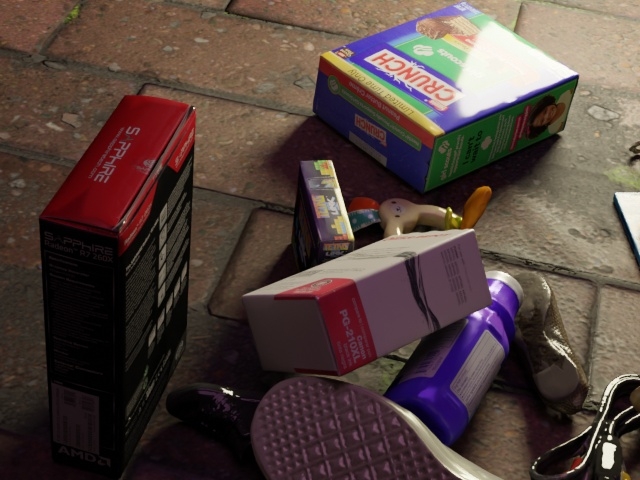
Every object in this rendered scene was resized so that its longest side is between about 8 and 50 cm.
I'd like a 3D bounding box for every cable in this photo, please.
[{"bbox_3d":[0.326,0.252,1.516,0.139,0.072,0.287,7,26,15],"label":"cable"}]

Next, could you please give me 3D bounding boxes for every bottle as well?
[{"bbox_3d":[0.167,0.141,1.561,0.092,0.118,0.283,47,44,-7],"label":"bottle"}]

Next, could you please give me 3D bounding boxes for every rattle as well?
[{"bbox_3d":[0.123,-0.045,1.770,0.199,0.143,0.130,35,66,23],"label":"rattle"}]

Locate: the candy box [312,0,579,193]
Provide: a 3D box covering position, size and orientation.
[{"bbox_3d":[0.192,-0.230,2.008,0.317,0.122,0.268,-26,49,-31],"label":"candy box"}]

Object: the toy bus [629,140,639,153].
[{"bbox_3d":[0.598,-0.126,1.941,0.190,0.202,0.104,1,70,-16],"label":"toy bus"}]

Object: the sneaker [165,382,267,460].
[{"bbox_3d":[-0.095,0.215,1.491,0.170,0.051,0.089,6,36,-8],"label":"sneaker"}]

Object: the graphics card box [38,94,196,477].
[{"bbox_3d":[-0.218,0.054,1.422,0.094,0.371,0.233,13,41,8],"label":"graphics card box"}]

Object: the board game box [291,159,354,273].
[{"bbox_3d":[0.000,0.000,1.693,0.048,0.141,0.170,-3,40,-10],"label":"board game box"}]

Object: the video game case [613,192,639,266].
[{"bbox_3d":[0.502,-0.013,1.868,0.119,0.015,0.166,0,40,-6],"label":"video game case"}]

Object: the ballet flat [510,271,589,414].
[{"bbox_3d":[0.286,0.132,1.642,0.084,0.058,0.250,-32,35,11],"label":"ballet flat"}]

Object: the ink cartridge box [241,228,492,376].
[{"bbox_3d":[0.056,0.070,1.510,0.237,0.100,0.172,-21,9,-32],"label":"ink cartridge box"}]

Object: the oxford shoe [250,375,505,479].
[{"bbox_3d":[0.116,0.289,1.373,0.449,0.130,0.169,25,80,25],"label":"oxford shoe"}]

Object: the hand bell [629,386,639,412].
[{"bbox_3d":[0.429,0.280,1.436,0.126,0.126,0.242,0,62,-8],"label":"hand bell"}]
